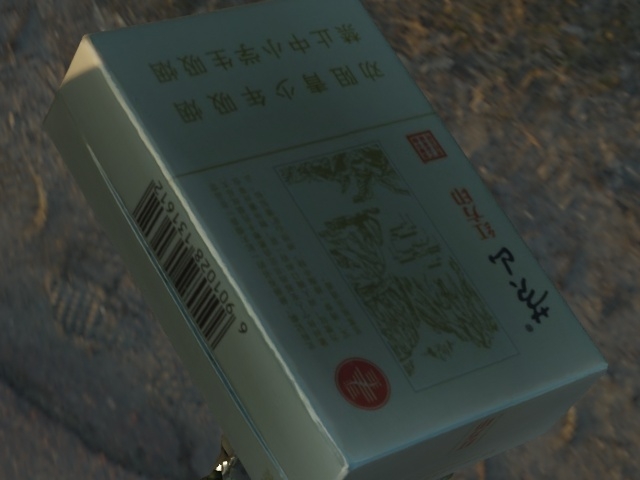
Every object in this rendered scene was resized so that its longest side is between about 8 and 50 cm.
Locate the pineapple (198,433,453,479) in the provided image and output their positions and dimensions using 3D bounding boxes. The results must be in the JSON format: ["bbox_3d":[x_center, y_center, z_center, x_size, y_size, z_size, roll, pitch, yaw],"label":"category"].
[{"bbox_3d":[0.001,0.118,1.026,0.141,0.310,0.170,47,115,4],"label":"pineapple"}]

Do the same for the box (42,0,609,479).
[{"bbox_3d":[0.000,0.000,0.696,0.141,0.201,0.058,-18,154,-37],"label":"box"}]
